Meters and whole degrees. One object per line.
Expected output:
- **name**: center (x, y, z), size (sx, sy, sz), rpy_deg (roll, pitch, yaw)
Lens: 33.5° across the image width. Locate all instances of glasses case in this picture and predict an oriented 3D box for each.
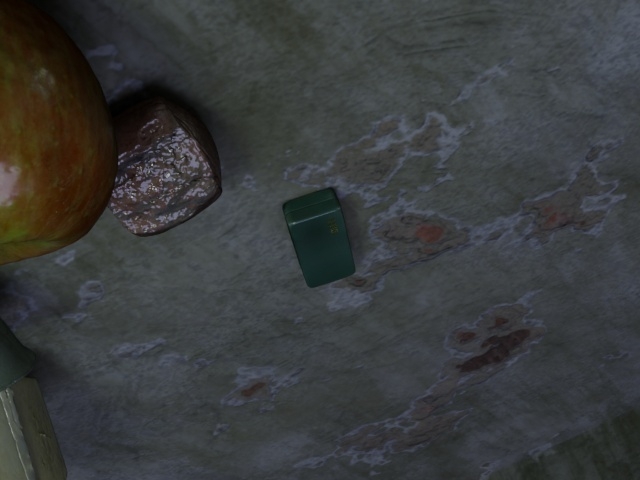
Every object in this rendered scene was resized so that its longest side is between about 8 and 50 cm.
- **glasses case**: center (0.000, 0.000, 1.503), size (0.078, 0.039, 0.184), rpy_deg (-18, 148, -1)

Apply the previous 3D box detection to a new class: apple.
- **apple**: center (-0.335, -0.104, 1.010), size (0.278, 0.250, 0.309), rpy_deg (-9, 171, -42)

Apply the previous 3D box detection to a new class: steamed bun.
- **steamed bun**: center (-0.188, -0.081, 1.223), size (0.145, 0.106, 0.175), rpy_deg (-23, 145, 7)

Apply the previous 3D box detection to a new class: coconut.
- **coconut**: center (-0.514, 0.304, 1.490), size (0.323, 0.323, 0.323), rpy_deg (-13, 148, -9)

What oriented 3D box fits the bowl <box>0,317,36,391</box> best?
- **bowl**: center (-0.517, 0.116, 1.284), size (0.314, 0.146, 0.313), rpy_deg (-10, -169, 2)
